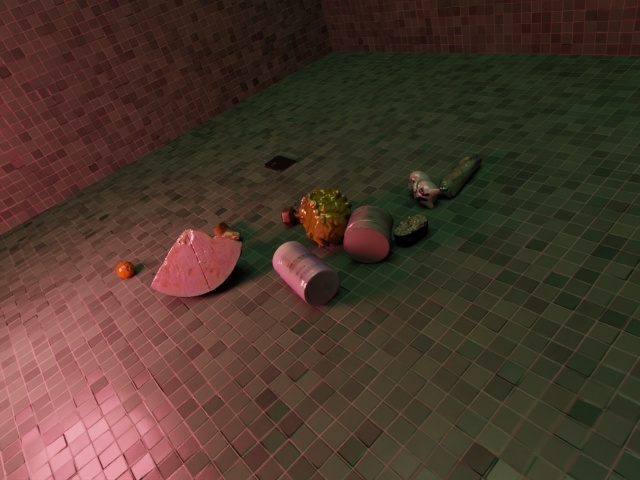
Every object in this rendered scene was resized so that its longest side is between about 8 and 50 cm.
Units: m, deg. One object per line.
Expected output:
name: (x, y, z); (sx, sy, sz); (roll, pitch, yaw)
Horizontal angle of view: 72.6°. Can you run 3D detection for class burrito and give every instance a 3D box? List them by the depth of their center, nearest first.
burrito: (0.607, -0.288, 1.915); (0.096, 0.066, 0.309); (24, 54, 37)

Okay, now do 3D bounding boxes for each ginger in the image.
ginger: (-0.442, -0.033, 2.060); (0.095, 0.069, 0.190); (-40, 41, -18)

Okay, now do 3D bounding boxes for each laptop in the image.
laptop: (-0.241, -0.453, 2.560); (0.129, 0.016, 0.180); (-40, 42, -24)

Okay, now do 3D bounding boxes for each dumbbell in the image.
dumbbell: (-0.066, -0.117, 1.986); (0.230, 0.082, 0.092); (-3, 38, 21)

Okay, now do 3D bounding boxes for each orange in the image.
orange: (-0.917, 0.138, 2.047); (0.083, 0.084, 0.083); (-12, 37, 9)

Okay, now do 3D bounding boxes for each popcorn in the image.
popcorn: (0.010, -0.101, 1.789); (0.225, 0.249, 0.249); (5, 28, -24)

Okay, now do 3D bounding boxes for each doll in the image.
doll: (0.439, -0.222, 1.870); (0.106, 0.110, 0.181); (1, 35, -7)

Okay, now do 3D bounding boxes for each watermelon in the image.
watermelon: (-0.500, 0.091, 1.837); (0.292, 0.319, 0.222); (22, 6, -6)

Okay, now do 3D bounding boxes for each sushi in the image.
sushi: (0.355, -0.042, 1.699); (0.150, 0.078, 0.090); (-30, 37, -16)

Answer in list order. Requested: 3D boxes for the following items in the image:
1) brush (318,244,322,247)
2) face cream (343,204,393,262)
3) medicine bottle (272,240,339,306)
brush: (0.000, 0.000, 1.857); (0.021, 0.019, 0.083); (-8, 37, 0)
face cream: (0.185, -0.027, 1.672); (0.177, 0.177, 0.153); (-4, 38, 20)
medicine bottle: (-0.059, 0.117, 1.619); (0.152, 0.152, 0.254); (-32, 39, -17)
